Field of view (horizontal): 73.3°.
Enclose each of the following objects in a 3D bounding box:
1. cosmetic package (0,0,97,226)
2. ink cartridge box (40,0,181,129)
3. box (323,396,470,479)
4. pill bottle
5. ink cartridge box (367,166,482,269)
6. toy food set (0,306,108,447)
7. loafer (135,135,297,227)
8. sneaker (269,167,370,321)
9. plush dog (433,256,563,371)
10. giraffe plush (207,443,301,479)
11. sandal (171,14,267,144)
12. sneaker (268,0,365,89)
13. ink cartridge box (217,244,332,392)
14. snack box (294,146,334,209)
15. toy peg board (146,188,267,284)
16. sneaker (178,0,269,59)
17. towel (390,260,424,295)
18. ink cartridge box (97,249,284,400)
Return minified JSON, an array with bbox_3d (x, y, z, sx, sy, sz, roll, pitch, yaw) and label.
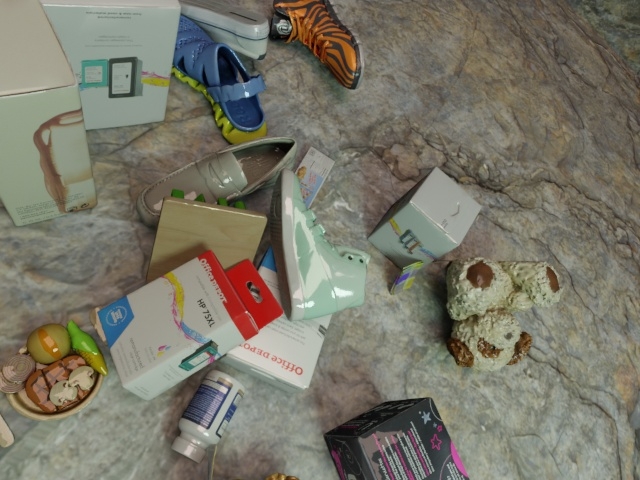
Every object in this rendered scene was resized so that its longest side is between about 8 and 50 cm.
[{"bbox_3d":[-0.408,-0.159,0.594,0.129,0.296,0.153,-22,77,-29],"label":"cosmetic package"},{"bbox_3d":[-0.374,-0.348,0.714,0.197,0.270,0.198,-17,75,-31],"label":"ink cartridge box"},{"bbox_3d":[0.130,0.392,0.662,0.142,0.163,0.247,-16,74,-25],"label":"box"},{"bbox_3d":[-0.169,0.262,0.644,0.067,0.067,0.120,33,58,-7],"label":"pill bottle"},{"bbox_3d":[0.210,-0.036,0.887,0.127,0.176,0.128,42,57,-2],"label":"ink cartridge box"},{"bbox_3d":[-0.374,0.184,0.604,0.192,0.038,0.132,-32,83,-32],"label":"toy food set"},{"bbox_3d":[-0.179,-0.120,0.788,0.319,0.111,0.112,-32,84,-32],"label":"loafer"},{"bbox_3d":[0.000,0.001,0.725,0.151,0.094,0.256,-4,75,-20],"label":"sneaker"},{"bbox_3d":[0.328,0.152,0.873,0.262,0.210,0.225,4,85,-26],"label":"plush dog"},{"bbox_3d":[-0.082,0.387,0.574,0.170,0.181,0.210,17,78,-30],"label":"giraffe plush"},{"bbox_3d":[-0.207,-0.348,0.870,0.317,0.138,0.126,48,59,4],"label":"sandal"},{"bbox_3d":[-0.024,-0.482,1.035,0.180,0.124,0.321,-12,62,-24],"label":"sneaker"},{"bbox_3d":[-0.067,0.135,0.737,0.148,0.086,0.203,28,59,-10],"label":"ink cartridge box"},{"bbox_3d":[-0.031,-0.120,0.909,0.064,0.022,0.178,32,58,-8],"label":"snack box"},{"bbox_3d":[-0.194,-0.004,0.723,0.161,0.161,0.079,9,30,-25],"label":"toy peg board"},{"bbox_3d":[-0.228,-0.468,0.944,0.258,0.091,0.094,30,51,17],"label":"sneaker"},{"bbox_3d":[0.176,0.077,0.879,0.060,0.083,0.009,-17,52,-30],"label":"towel"},{"bbox_3d":[-0.187,0.109,0.637,0.231,0.078,0.134,-31,57,-14],"label":"ink cartridge box"}]
